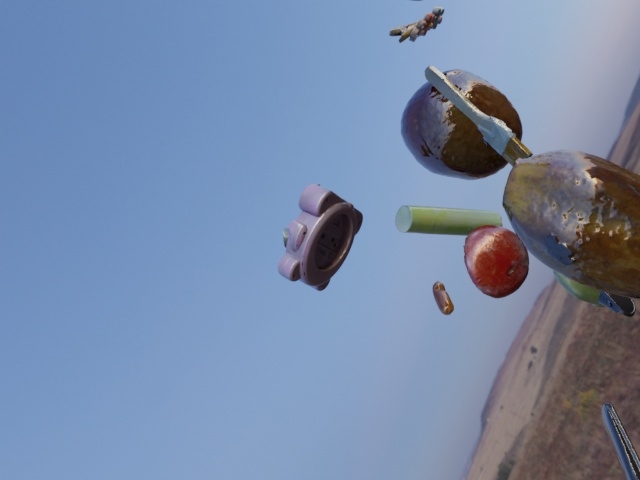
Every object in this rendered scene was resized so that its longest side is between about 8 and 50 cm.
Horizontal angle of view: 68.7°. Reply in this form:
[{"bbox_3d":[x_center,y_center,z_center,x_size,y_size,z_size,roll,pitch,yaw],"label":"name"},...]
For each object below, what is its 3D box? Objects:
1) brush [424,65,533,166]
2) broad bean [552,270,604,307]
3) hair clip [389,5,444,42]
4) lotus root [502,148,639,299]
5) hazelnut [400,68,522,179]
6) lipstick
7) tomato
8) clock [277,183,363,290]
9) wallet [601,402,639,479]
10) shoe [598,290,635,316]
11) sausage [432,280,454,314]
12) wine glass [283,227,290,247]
[{"bbox_3d":[0.349,-0.290,1.065,0.020,0.337,0.085,-33,-22,-10],"label":"brush"},{"bbox_3d":[0.823,0.115,1.442,0.100,0.227,0.170,130,151,-51],"label":"broad bean"},{"bbox_3d":[0.255,-0.536,1.164,0.213,0.056,0.062,-35,-23,-30],"label":"hair clip"},{"bbox_3d":[0.414,-0.026,0.712,0.193,0.290,0.193,-53,-15,-21],"label":"lotus root"},{"bbox_3d":[0.486,-0.388,1.658,0.421,0.420,0.353,34,-116,-64],"label":"hazelnut"},{"bbox_3d":[0.341,-0.049,1.217,0.303,0.076,0.076,2,-66,-25],"label":"lipstick"},{"bbox_3d":[0.441,0.038,1.138,0.189,0.173,0.099,-38,3,-41],"label":"tomato"},{"bbox_3d":[0.000,0.000,1.582,0.295,0.113,0.322,28,-92,-55],"label":"clock"},{"bbox_3d":[0.845,0.589,1.301,0.169,0.052,0.245,53,-155,-51],"label":"wallet"},{"bbox_3d":[0.769,0.143,1.259,0.062,0.159,0.053,-22,-28,-25],"label":"shoe"},{"bbox_3d":[0.500,0.240,1.922,0.183,0.062,0.054,-103,18,-50],"label":"sausage"},{"bbox_3d":[-0.032,-0.017,1.892,0.103,0.230,0.103,-2,-90,-76],"label":"wine glass"}]
